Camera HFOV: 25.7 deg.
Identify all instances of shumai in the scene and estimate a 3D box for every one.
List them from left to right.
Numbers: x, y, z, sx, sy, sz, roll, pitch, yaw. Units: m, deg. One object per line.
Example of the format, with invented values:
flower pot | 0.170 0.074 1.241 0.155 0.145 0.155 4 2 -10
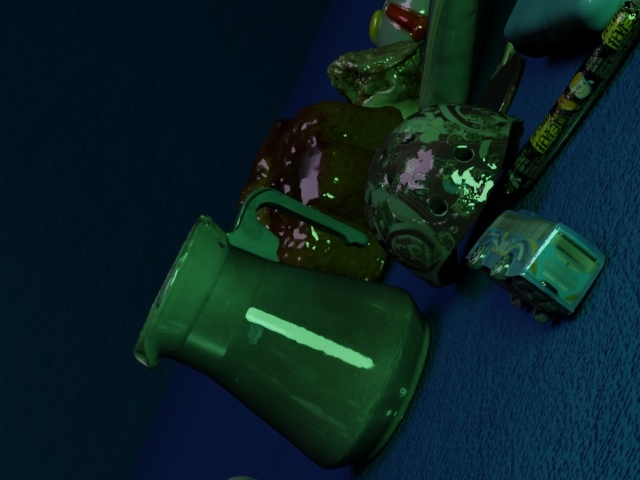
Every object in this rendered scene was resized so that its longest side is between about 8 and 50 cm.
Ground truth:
shumai | 0.088 -0.164 1.658 0.145 0.146 0.116 126 143 -51

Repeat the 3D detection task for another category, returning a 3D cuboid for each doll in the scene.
doll | 0.121 -0.296 1.844 0.199 0.105 0.336 -62 7 15

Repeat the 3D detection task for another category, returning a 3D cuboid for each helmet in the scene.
helmet | 0.091 -0.049 1.151 0.153 0.107 0.177 -62 -8 -2

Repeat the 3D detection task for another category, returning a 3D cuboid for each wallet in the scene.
wallet | 0.164 -0.316 1.532 0.252 0.083 0.360 90 -168 -45

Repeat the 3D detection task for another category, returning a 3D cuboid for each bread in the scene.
bread | 0.000 -0.031 1.576 0.232 0.135 0.246 -35 45 46

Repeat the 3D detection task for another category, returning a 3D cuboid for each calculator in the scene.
calculator | 0.229 -0.235 1.145 0.173 0.051 0.293 -63 8 -1

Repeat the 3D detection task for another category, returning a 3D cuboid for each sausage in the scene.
sausage | 0.191 -0.105 1.061 0.025 0.028 0.198 -32 -20 -51

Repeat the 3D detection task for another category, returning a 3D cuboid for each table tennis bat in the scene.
table tennis bat | 0.176 -0.155 1.373 0.095 0.014 0.158 128 164 -60

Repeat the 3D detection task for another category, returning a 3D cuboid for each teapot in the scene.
teapot | -0.029 0.070 1.211 0.203 0.225 0.171 -67 9 -18

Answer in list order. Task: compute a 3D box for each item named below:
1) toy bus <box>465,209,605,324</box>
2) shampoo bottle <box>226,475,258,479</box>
toy bus | 0.141 0.014 0.938 0.061 0.051 0.153 -51 8 1
shampoo bottle | -0.101 0.338 1.454 0.056 0.056 0.195 -55 13 48
